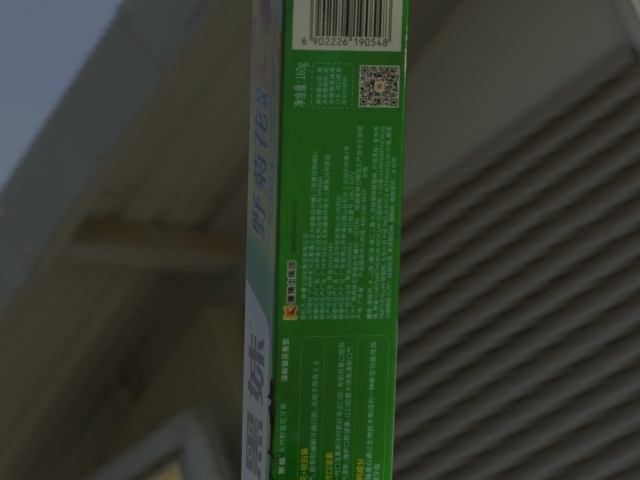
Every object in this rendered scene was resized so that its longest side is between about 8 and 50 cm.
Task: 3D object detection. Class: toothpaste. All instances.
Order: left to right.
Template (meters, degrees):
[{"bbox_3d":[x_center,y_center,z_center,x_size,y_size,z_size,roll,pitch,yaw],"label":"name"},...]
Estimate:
[{"bbox_3d":[0.000,0.000,0.632,0.043,0.179,0.037,-1,9,-18],"label":"toothpaste"}]
